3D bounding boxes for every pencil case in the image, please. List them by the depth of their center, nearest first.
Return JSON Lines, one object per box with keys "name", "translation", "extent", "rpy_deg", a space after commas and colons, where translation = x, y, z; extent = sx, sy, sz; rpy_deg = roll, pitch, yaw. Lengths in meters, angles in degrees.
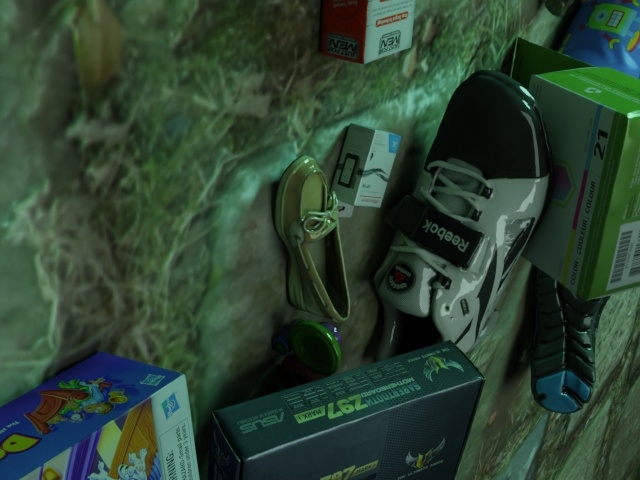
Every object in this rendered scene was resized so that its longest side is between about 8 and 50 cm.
{"name": "pencil case", "translation": [0.344, -0.205, 1.024], "extent": [0.119, 0.133, 0.306], "rpy_deg": [41, 72, -50]}

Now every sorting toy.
{"name": "sorting toy", "translation": [-0.006, 0.094, 0.730], "extent": [0.042, 0.061, 0.102], "rpy_deg": [-38, 161, -41]}

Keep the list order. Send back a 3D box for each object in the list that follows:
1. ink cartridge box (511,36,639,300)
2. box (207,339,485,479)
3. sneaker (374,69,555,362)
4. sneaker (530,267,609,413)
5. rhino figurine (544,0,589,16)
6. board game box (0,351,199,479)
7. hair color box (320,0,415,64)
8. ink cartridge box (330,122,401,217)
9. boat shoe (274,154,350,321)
{"name": "ink cartridge box", "translation": [0.236, -0.084, 0.865], "extent": [0.097, 0.255, 0.188], "rpy_deg": [-12, 121, -25]}
{"name": "box", "translation": [0.018, 0.195, 0.728], "extent": [0.233, 0.059, 0.183], "rpy_deg": [-12, 129, -28]}
{"name": "sneaker", "translation": [0.125, 0.005, 0.816], "extent": [0.146, 0.122, 0.330], "rpy_deg": [-27, 134, -44]}
{"name": "sneaker", "translation": [0.381, 0.087, 1.312], "extent": [0.139, 0.125, 0.340], "rpy_deg": [-59, 159, -74]}
{"name": "rhino figurine", "translation": [0.281, -0.361, 0.885], "extent": [0.106, 0.073, 0.243], "rpy_deg": [-46, 142, -26]}
{"name": "board game box", "translation": [-0.163, 0.274, 0.497], "extent": [0.233, 0.078, 0.347], "rpy_deg": [-29, 121, -51]}
{"name": "hair color box", "translation": [0.039, -0.209, 0.627], "extent": [0.072, 0.043, 0.141], "rpy_deg": [-30, 131, -47]}
{"name": "ink cartridge box", "translation": [0.037, -0.056, 0.732], "extent": [0.048, 0.028, 0.083], "rpy_deg": [0, 109, -57]}
{"name": "boat shoe", "translation": [-0.001, 0.001, 0.689], "extent": [0.056, 0.048, 0.153], "rpy_deg": [-39, 138, -40]}
